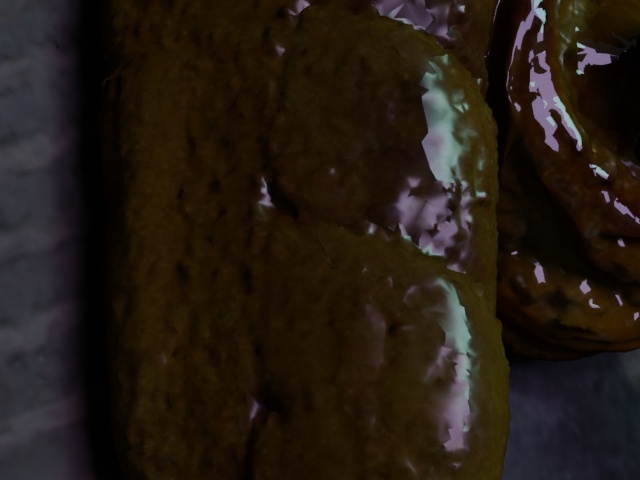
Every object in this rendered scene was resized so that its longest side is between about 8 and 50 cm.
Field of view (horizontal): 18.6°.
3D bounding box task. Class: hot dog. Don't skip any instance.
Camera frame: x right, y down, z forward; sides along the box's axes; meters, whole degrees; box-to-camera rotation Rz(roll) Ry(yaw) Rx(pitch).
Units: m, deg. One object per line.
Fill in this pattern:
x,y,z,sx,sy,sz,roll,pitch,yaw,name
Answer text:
0.120,-0.081,0.744,0.175,0.114,0.259,49,44,-16,hot dog

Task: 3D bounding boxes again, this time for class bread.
-0.001,0.000,0.592,0.084,0.124,0.344,52,30,-63,bread
